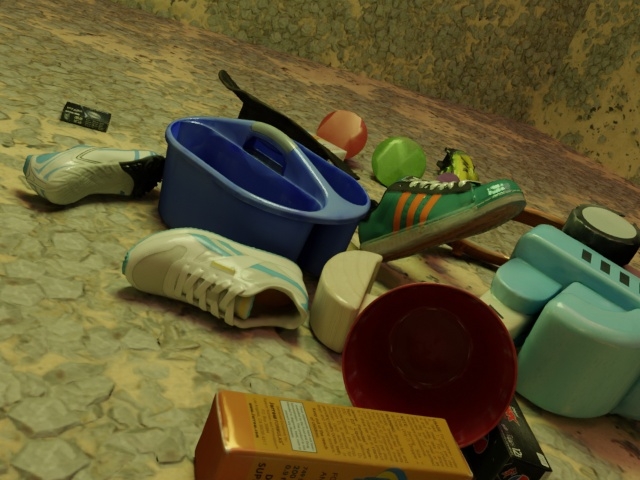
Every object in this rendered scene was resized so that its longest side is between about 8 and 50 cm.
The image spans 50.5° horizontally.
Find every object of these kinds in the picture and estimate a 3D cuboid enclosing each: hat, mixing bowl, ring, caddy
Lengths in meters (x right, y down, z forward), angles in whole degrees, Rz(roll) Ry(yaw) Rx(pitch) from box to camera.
[{"bbox_3d":[-0.091,-0.168,1.267,0.331,0.134,0.331,38,6,-4],"label":"hat"},{"bbox_3d":[0.119,0.128,0.750,0.182,0.181,0.098,24,9,7],"label":"mixing bowl"},{"bbox_3d":[0.325,0.006,1.188,0.337,0.032,0.336,20,-13,5],"label":"ring"},{"bbox_3d":[-0.088,-0.081,1.005,0.341,0.179,0.241,36,29,33],"label":"caddy"}]

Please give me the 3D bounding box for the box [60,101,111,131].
[{"bbox_3d":[-0.436,-0.230,1.265,0.083,0.018,0.067,14,22,-17],"label":"box"}]

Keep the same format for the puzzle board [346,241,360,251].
[{"bbox_3d":[0.000,0.000,1.138,0.128,0.011,0.096,6,26,-35],"label":"puzzle board"}]

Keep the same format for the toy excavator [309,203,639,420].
[{"bbox_3d":[0.270,0.107,0.906,0.433,0.222,0.445,36,38,27],"label":"toy excavator"}]

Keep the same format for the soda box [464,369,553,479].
[{"bbox_3d":[0.192,0.210,0.757,0.053,0.060,0.169,23,21,-13],"label":"soda box"}]

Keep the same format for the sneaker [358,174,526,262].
[{"bbox_3d":[0.164,-0.054,1.034,0.108,0.302,0.120,2,74,-44],"label":"sneaker"}]

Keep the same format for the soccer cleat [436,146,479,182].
[{"bbox_3d":[0.370,-0.172,1.772,0.121,0.093,0.289,28,22,-2],"label":"soccer cleat"}]

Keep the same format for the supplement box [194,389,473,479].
[{"bbox_3d":[0.013,0.197,0.601,0.234,0.078,0.080,11,24,-22],"label":"supplement box"}]

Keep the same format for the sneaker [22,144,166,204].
[{"bbox_3d":[-0.318,-0.107,0.994,0.086,0.085,0.237,42,27,20],"label":"sneaker"}]

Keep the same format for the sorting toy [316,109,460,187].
[{"bbox_3d":[0.162,-0.184,1.639,0.366,0.127,0.126,27,-7,5],"label":"sorting toy"}]

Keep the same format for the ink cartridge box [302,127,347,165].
[{"bbox_3d":[-0.017,-0.189,1.492,0.181,0.061,0.104,32,24,23],"label":"ink cartridge box"}]

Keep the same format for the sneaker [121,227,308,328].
[{"bbox_3d":[-0.120,0.050,0.814,0.229,0.087,0.092,11,26,-20],"label":"sneaker"}]
